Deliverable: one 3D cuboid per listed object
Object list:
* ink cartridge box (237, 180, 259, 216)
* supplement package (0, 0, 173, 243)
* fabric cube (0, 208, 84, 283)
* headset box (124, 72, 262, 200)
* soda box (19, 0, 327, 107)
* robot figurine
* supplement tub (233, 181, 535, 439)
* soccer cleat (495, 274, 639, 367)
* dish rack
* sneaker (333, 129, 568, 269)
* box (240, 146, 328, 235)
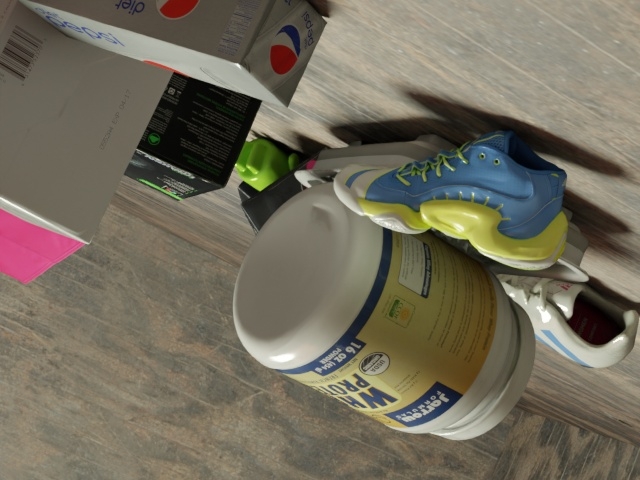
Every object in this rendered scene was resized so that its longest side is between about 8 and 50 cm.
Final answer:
[{"bbox_3d":[-0.050,-0.027,2.231,0.165,0.065,0.333,40,175,6],"label":"ink cartridge box"},{"bbox_3d":[-0.297,-0.164,1.426,0.145,0.262,0.204,15,168,48],"label":"supplement package"},{"bbox_3d":[-0.492,-0.123,2.141,0.258,0.254,0.259,29,148,-25],"label":"fabric cube"},{"bbox_3d":[-0.235,-0.164,1.705,0.246,0.131,0.283,26,171,-16],"label":"headset box"},{"bbox_3d":[-0.142,-0.213,1.247,0.286,0.091,0.098,21,172,30],"label":"soda box"},{"bbox_3d":[-0.073,-0.101,1.912,0.101,0.067,0.115,8,164,39],"label":"robot figurine"},{"bbox_3d":[0.081,0.092,1.601,0.316,0.228,0.228,30,171,-33],"label":"supplement tub"},{"bbox_3d":[0.285,0.070,1.880,0.331,0.116,0.143,22,157,2],"label":"soccer cleat"},{"bbox_3d":[0.145,-0.044,1.585,0.285,0.072,0.333,28,172,-20],"label":"dish rack"},{"bbox_3d":[0.134,-0.063,1.332,0.240,0.126,0.091,18,-159,14],"label":"sneaker"},{"bbox_3d":[0.000,0.000,1.874,0.165,0.143,0.270,56,177,8],"label":"box"}]
